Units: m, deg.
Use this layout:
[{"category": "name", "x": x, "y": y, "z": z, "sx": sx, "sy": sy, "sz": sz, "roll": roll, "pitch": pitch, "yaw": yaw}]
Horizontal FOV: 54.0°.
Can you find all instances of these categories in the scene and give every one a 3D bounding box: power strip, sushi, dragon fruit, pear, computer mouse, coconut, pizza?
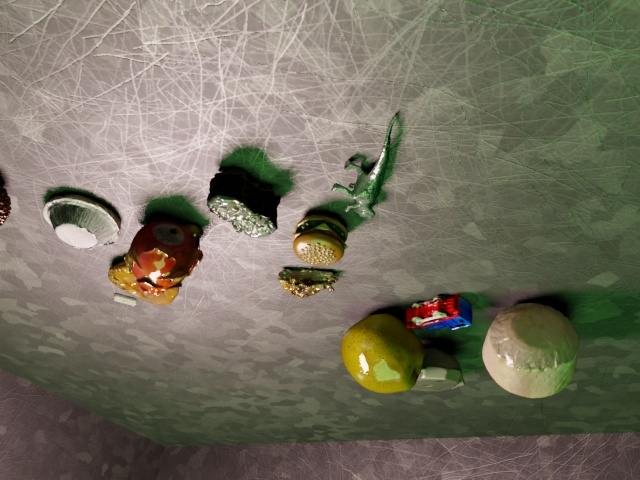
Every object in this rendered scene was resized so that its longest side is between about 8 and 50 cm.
[{"category": "power strip", "x": -0.735, "y": 0.223, "z": 2.368, "sx": 0.090, "sy": 0.016, "sz": 0.040, "roll": 17, "pitch": 145, "yaw": -15}, {"category": "sushi", "x": -0.195, "y": -0.102, "z": 1.673, "sx": 0.147, "sy": 0.114, "sz": 0.213, "roll": -18, "pitch": 140, "yaw": 39}, {"category": "dragon fruit", "x": -0.470, "y": 0.051, "z": 1.883, "sx": 0.224, "sy": 0.224, "sz": 0.227, "roll": 17, "pitch": 140, "yaw": -13}, {"category": "pear", "x": 0.215, "y": 0.391, "z": 2.194, "sx": 0.295, "sy": 0.294, "sz": 0.294, "roll": 6, "pitch": 147, "yaw": 4}, {"category": "computer mouse", "x": 0.405, "y": 0.495, "z": 2.424, "sx": 0.229, "sy": 0.145, "sz": 0.429, "roll": 7, "pitch": 159, "yaw": -12}, {"category": "coconut", "x": 0.684, "y": 0.359, "z": 2.037, "sx": 0.329, "sy": 0.328, "sz": 0.328, "roll": 6, "pitch": 147, "yaw": 4}, {"category": "pizza", "x": -0.032, "y": 0.146, "z": 2.050, "sx": 0.194, "sy": 0.069, "sz": 0.154, "roll": -9, "pitch": 142, "yaw": 27}]

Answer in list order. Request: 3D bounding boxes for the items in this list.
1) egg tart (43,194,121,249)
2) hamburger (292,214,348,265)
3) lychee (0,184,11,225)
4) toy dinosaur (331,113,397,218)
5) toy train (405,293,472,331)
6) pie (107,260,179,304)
[{"category": "egg tart", "x": -0.724, "y": -0.044, "z": 1.896, "sx": 0.234, "sy": 0.094, "sz": 0.234, "roll": 7, "pitch": 145, "yaw": 5}, {"category": "hamburger", "x": 0.000, "y": 0.000, "z": 1.782, "sx": 0.162, "sy": 0.115, "sz": 0.162, "roll": 5, "pitch": 145, "yaw": 3}, {"category": "lychee", "x": -0.978, "y": -0.102, "z": 1.794, "sx": 0.188, "sy": 0.187, "sz": 0.188, "roll": 6, "pitch": 147, "yaw": 4}, {"category": "toy dinosaur", "x": 0.095, "y": -0.164, "z": 1.559, "sx": 0.130, "sy": 0.076, "sz": 0.383, "roll": 3, "pitch": 150, "yaw": -3}, {"category": "toy train", "x": 0.393, "y": 0.250, "z": 2.105, "sx": 0.204, "sy": 0.082, "sz": 0.131, "roll": -23, "pitch": 138, "yaw": 39}, {"category": "pie", "x": -0.614, "y": 0.145, "z": 2.181, "sx": 0.274, "sy": 0.069, "sz": 0.273, "roll": 8, "pitch": 143, "yaw": 6}]
